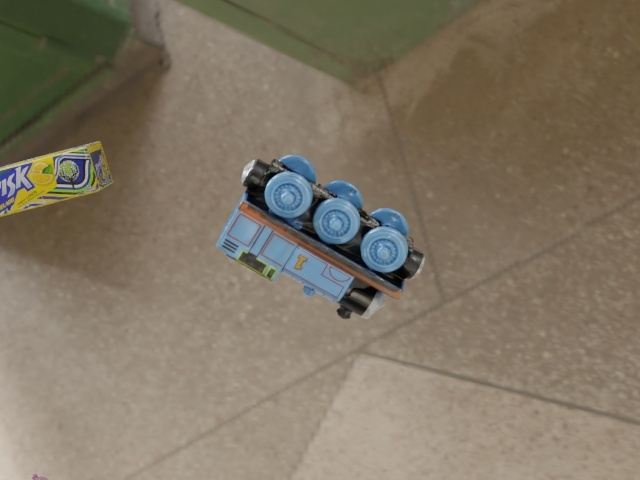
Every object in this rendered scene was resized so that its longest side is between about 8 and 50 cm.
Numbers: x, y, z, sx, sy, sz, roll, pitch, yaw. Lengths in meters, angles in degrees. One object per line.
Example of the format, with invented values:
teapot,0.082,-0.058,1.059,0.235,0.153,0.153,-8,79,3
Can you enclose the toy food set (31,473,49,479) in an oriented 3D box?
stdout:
toy food set,-0.296,0.270,1.349,0.019,0.122,0.078,-30,57,60

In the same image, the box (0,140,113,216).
box,-0.330,-0.066,1.558,0.169,0.059,0.054,-14,99,10

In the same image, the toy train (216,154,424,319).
toy train,0.000,0.000,1.222,0.105,0.184,0.080,-58,7,19
